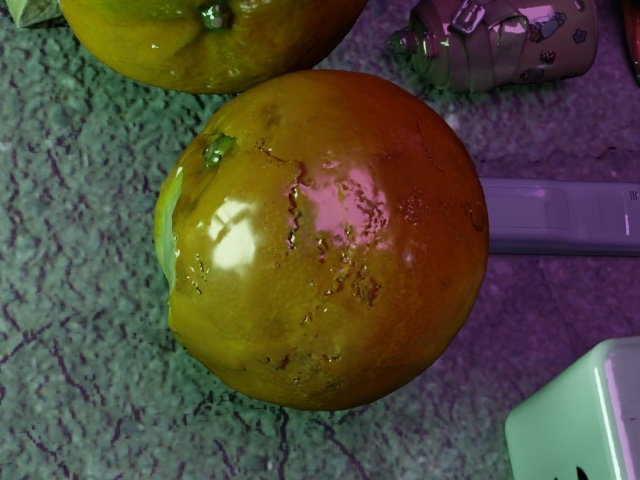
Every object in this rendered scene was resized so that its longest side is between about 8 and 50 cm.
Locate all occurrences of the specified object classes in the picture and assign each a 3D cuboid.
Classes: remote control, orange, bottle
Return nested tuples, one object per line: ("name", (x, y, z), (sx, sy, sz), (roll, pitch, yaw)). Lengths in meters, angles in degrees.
("remote control", (0.183, -0.020, 1.554), (0.162, 0.029, 0.061), (0, 72, -15))
("orange", (0.000, 0.000, 1.384), (0.240, 0.240, 0.240), (5, 70, -13))
("orange", (-0.074, -0.203, 1.403), (0.240, 0.240, 0.171), (1, 42, -15))
("bottle", (0.133, -0.162, 1.558), (0.152, 0.099, 0.099), (-8, 73, -16))

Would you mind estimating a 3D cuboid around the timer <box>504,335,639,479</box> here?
("timer", (0.261, 0.178, 1.414), (0.194, 0.195, 0.192), (-4, 72, -17))

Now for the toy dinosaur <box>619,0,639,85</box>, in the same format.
("toy dinosaur", (0.273, -0.263, 1.652), (0.101, 0.055, 0.280), (9, 69, -5))

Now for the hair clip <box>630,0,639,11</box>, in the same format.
("hair clip", (0.259, -0.175, 1.599), (0.070, 0.039, 0.229), (-40, 94, -4))

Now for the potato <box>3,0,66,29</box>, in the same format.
("potato", (-0.185, -0.218, 1.512), (0.122, 0.061, 0.086), (-19, 75, -21))
